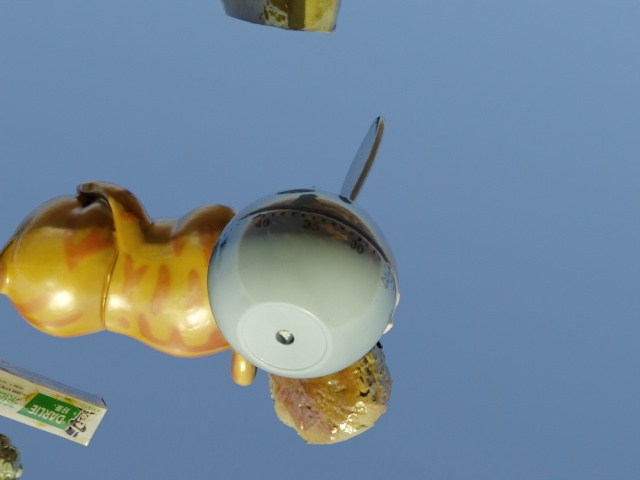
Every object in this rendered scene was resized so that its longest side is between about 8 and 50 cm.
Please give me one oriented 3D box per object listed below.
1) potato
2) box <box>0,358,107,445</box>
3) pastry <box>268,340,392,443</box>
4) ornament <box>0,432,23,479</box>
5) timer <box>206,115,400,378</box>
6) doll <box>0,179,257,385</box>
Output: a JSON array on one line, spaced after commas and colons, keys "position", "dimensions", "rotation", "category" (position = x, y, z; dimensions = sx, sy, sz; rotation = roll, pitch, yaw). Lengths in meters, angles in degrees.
[{"position": [-0.057, -0.332, 1.538], "dimensions": [0.141, 0.176, 0.298], "rotation": [0, -142, -15], "category": "potato"}, {"position": [-0.314, 0.150, 1.292], "dimensions": [0.207, 0.050, 0.041], "rotation": [27, -173, -30], "category": "box"}, {"position": [0.008, 0.161, 1.485], "dimensions": [0.153, 0.153, 0.081], "rotation": [43, -149, 15], "category": "pastry"}, {"position": [-0.469, 0.296, 1.428], "dimensions": [0.285, 0.130, 0.121], "rotation": [-21, -81, -31], "category": "ornament"}, {"position": [0.009, 0.018, 1.104], "dimensions": [0.175, 0.175, 0.255], "rotation": [38, -145, 12], "category": "timer"}, {"position": [-0.180, 0.031, 1.272], "dimensions": [0.269, 0.167, 0.162], "rotation": [13, -105, 3], "category": "doll"}]
